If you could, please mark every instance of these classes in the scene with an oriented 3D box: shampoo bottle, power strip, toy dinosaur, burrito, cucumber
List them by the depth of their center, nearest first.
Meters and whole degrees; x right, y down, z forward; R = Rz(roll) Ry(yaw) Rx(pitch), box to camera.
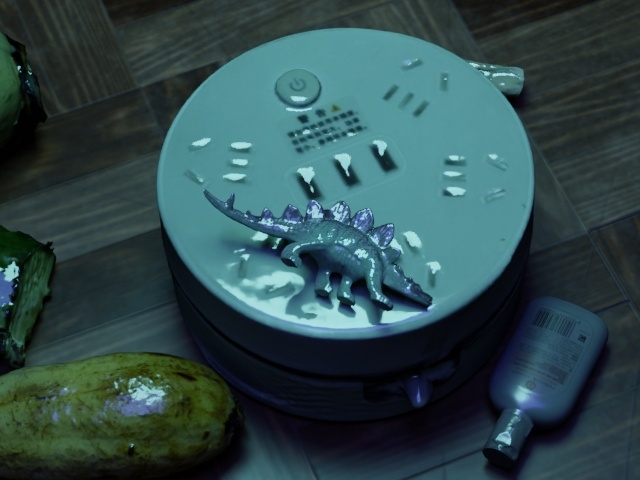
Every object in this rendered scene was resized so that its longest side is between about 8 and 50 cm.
[{"bbox_3d":[-0.001,0.001,1.478,0.209,0.039,0.082,23,59,4],"label":"toy dinosaur"},{"bbox_3d":[0.191,0.127,1.581,0.080,0.040,0.165,23,61,14],"label":"shampoo bottle"},{"bbox_3d":[0.029,-0.011,1.603,0.357,0.161,0.357,-1,57,1],"label":"power strip"},{"bbox_3d":[-0.408,0.014,1.639,0.325,0.105,0.145,11,58,12],"label":"cucumber"},{"bbox_3d":[0.110,-0.165,1.774,0.185,0.041,0.045,6,66,8],"label":"burrito"}]

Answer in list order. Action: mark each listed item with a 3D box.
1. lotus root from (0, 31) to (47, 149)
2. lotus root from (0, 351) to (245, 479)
[{"bbox_3d":[-0.420,-0.120,1.695,0.309,0.173,0.173,-17,58,-7],"label":"lotus root"},{"bbox_3d":[-0.195,0.156,1.543,0.258,0.097,0.110,-6,60,2],"label":"lotus root"}]
